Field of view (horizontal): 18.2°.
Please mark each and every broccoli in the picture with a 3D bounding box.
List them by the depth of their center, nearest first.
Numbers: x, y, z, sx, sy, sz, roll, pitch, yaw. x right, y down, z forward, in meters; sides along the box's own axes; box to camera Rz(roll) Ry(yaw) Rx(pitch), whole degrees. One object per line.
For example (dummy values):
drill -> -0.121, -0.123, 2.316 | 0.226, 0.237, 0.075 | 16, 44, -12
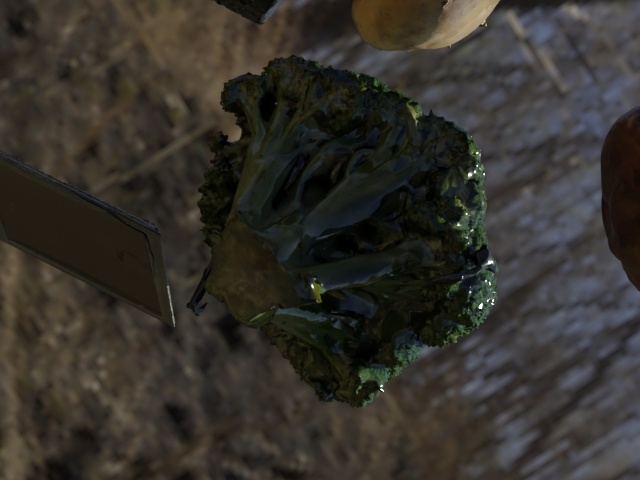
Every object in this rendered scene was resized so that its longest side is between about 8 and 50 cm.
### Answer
broccoli -> 0.000, 0.000, 1.850 | 0.321, 0.304, 0.283 | 41, 32, 16

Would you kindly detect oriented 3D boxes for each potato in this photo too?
potato -> 0.125, -0.261, 1.885 | 0.128, 0.235, 0.161 | 46, 20, -1

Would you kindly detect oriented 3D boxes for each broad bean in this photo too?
broad bean -> 0.379, -0.041, 2.233 | 0.156, 0.122, 0.229 | 98, -13, -61

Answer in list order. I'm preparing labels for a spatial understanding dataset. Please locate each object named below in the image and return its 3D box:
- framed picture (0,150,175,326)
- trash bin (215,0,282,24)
framed picture -> -0.238, -0.008, 1.938 | 0.216, 0.016, 0.273 | 27, -18, 8
trash bin -> -0.090, -0.324, 2.140 | 0.161, 0.175, 0.175 | 34, -2, -4
